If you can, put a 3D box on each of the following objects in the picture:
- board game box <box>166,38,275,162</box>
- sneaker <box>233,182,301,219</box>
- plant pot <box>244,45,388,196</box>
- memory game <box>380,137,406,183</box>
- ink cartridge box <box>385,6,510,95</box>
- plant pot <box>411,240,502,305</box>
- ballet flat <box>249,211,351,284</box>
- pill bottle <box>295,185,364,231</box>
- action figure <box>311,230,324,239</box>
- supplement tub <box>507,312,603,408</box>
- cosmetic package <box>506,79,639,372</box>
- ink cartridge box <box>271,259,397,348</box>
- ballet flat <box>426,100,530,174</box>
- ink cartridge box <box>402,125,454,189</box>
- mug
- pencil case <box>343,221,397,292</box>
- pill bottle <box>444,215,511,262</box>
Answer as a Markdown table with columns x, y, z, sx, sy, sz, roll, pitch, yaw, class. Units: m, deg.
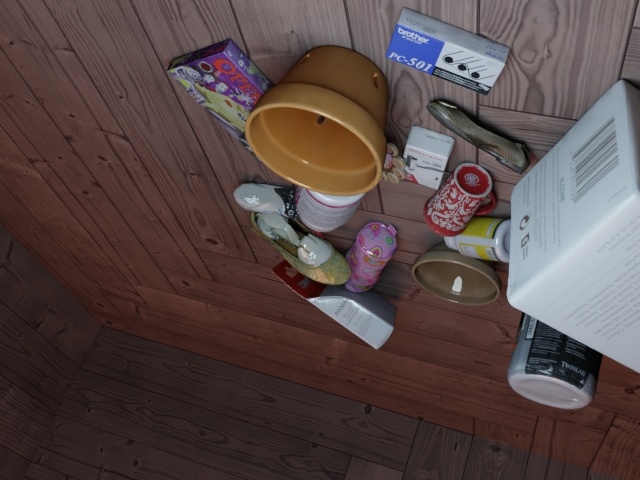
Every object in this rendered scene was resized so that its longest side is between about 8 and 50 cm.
| x | y | z | sx | sy | sz | roll | pitch | yaw | class |
| --- | --- | --- | --- | --- | --- | --- | --- | --- | --- |
| -0.171 | -0.312 | 1.773 | 0.208 | 0.056 | 0.347 | -9 | 140 | 40 | board game box |
| -0.121 | -0.109 | 2.098 | 0.237 | 0.085 | 0.086 | 13 | -179 | 9 | sneaker |
| 0.017 | -0.254 | 1.556 | 0.290 | 0.204 | 0.291 | 18 | 153 | 9 | plant pot |
| 0.121 | -0.198 | 1.730 | 0.186 | 0.012 | 0.186 | 37 | 160 | 16 | memory game |
| 0.231 | -0.345 | 1.398 | 0.207 | 0.046 | 0.097 | 21 | 153 | 2 | ink cartridge box |
| 0.369 | 0.070 | 2.009 | 0.237 | 0.110 | 0.237 | 18 | 154 | 9 | plant pot |
| -0.065 | 0.003 | 2.131 | 0.348 | 0.123 | 0.123 | 35 | 159 | 21 | ballet flat |
| 0.022 | -0.121 | 1.834 | 0.160 | 0.161 | 0.283 | 22 | 163 | -1 | pill bottle |
| 0.000 | 0.000 | 2.256 | 0.038 | 0.030 | 0.115 | 10 | 150 | 33 | action figure |
| 0.592 | 0.220 | 1.862 | 0.207 | 0.338 | 0.207 | 18 | 154 | 9 | supplement tub |
| 0.594 | 0.000 | 1.365 | 0.393 | 0.330 | 0.327 | 28 | 134 | -10 | cosmetic package |
| 0.053 | 0.153 | 2.300 | 0.385 | 0.091 | 0.308 | 37 | -170 | 3 | ink cartridge box |
| 0.329 | -0.221 | 1.558 | 0.249 | 0.058 | 0.084 | 31 | -172 | -7 | ballet flat |
| 0.234 | -0.183 | 1.692 | 0.099 | 0.056 | 0.135 | 19 | 154 | 8 | ink cartridge box |
| 0.330 | -0.104 | 1.749 | 0.113 | 0.150 | 0.169 | 55 | 154 | 16 | mug |
| 0.135 | 0.050 | 2.149 | 0.124 | 0.124 | 0.284 | 22 | 153 | 0 | pencil case |
| 0.391 | -0.007 | 1.838 | 0.103 | 0.103 | 0.184 | 41 | 162 | -34 | pill bottle |
